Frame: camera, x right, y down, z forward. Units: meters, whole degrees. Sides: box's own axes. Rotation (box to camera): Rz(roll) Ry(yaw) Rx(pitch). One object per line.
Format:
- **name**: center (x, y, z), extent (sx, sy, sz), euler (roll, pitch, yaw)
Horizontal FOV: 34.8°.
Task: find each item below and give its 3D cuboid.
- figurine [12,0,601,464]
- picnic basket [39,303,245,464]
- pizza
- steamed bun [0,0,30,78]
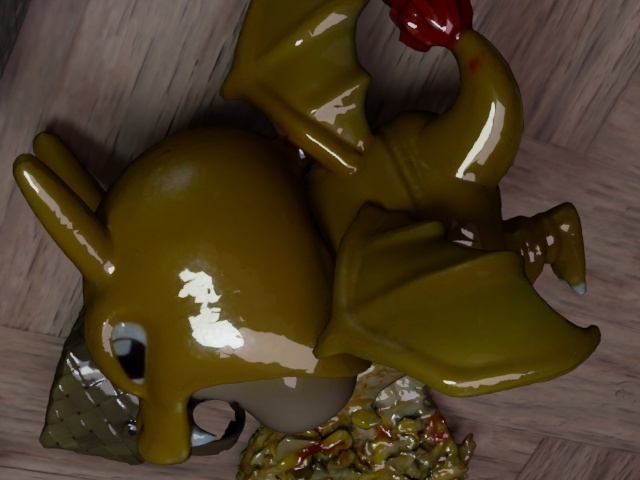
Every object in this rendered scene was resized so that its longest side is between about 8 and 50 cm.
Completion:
- **figurine**: center (-0.011, -0.028, 0.801), extent (0.387, 0.400, 0.268), euler (-18, 163, -3)
- **picnic basket**: center (-0.153, 0.139, 0.936), extent (0.179, 0.128, 0.137), euler (19, 118, -8)
- **pizza**: center (0.075, 0.193, 1.080), extent (0.251, 0.074, 0.287), euler (22, 114, -31)
- **steamed bun**: center (-0.327, -0.168, 0.599), extent (0.310, 0.309, 0.309), euler (-8, 123, -12)
